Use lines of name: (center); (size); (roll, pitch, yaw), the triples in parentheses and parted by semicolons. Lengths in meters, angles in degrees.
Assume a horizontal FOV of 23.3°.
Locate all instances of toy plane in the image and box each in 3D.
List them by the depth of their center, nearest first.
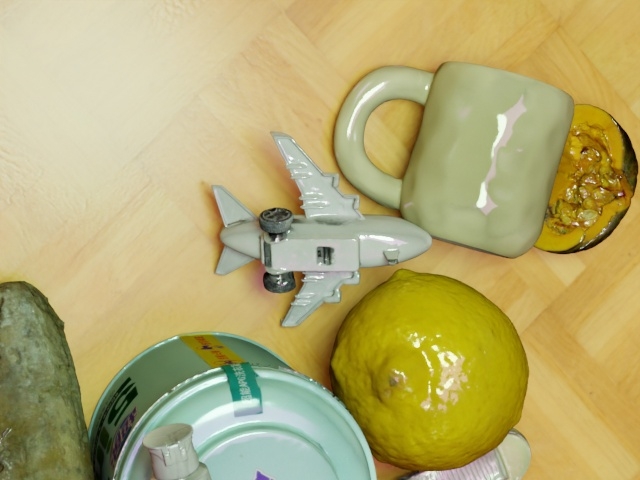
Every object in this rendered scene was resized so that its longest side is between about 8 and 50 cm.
toy plane: (-0.001, 0.002, 1.775); (0.255, 0.101, 0.251); (4, 119, 10)

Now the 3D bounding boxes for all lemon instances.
lemon: (0.123, 0.152, 1.784); (0.234, 0.288, 0.233); (-2, 83, 18)

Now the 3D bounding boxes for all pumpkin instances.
pumpkin: (0.324, -0.066, 1.896); (0.108, 0.119, 0.183); (18, 96, -53)

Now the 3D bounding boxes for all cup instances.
cup: (0.155, -0.102, 1.812); (0.255, 0.173, 0.202); (16, 89, -17)

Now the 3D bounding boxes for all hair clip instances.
hair clip: (0.161, 0.302, 1.907); (0.219, 0.071, 0.159); (-23, 102, -7)

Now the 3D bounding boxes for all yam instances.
yam: (-0.317, 0.197, 1.686); (0.133, 0.133, 0.330); (-6, 67, -15)

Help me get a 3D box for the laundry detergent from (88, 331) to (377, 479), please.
laundry detergent: (-0.099, 0.262, 1.708); (0.287, 0.305, 0.287); (-1, 96, -15)

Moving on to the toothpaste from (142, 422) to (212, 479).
toothpaste: (-0.123, 0.296, 1.522); (0.089, 0.057, 0.234); (-16, 106, -11)
